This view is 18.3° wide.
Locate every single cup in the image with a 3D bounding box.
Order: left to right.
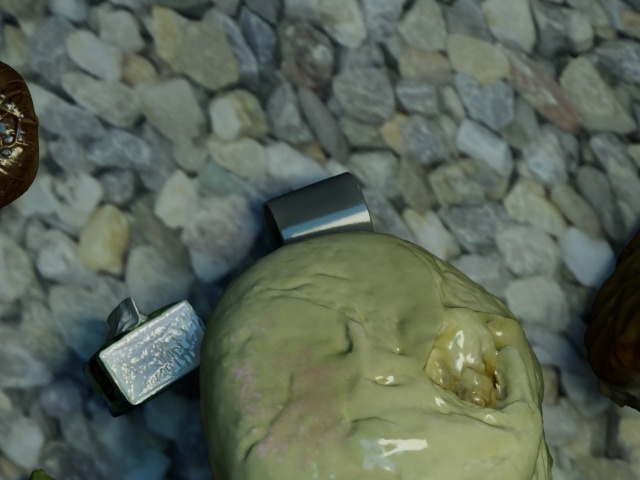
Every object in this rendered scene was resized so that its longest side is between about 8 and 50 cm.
[{"bbox_3d":[0.000,0.000,1.667,0.077,0.078,0.100,-17,114,-11],"label":"cup"}]

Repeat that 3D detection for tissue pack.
[{"bbox_3d":[-0.144,0.087,1.590,0.085,0.111,0.079,-33,89,-17],"label":"tissue pack"}]

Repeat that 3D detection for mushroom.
[{"bbox_3d":[-0.277,-0.085,1.603,0.109,0.085,0.126,-17,79,-15],"label":"mushroom"}]

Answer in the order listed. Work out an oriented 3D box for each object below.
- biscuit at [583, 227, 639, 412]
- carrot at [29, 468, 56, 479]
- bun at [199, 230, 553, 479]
[{"bbox_3d":[0.344,0.002,1.615,0.103,0.332,0.332,37,74,-6],"label":"biscuit"},{"bbox_3d":[-0.166,0.351,1.563,0.074,0.074,0.358,-17,81,-16],"label":"carrot"},{"bbox_3d":[0.071,0.152,1.524,0.361,0.213,0.361,38,37,-36],"label":"bun"}]
